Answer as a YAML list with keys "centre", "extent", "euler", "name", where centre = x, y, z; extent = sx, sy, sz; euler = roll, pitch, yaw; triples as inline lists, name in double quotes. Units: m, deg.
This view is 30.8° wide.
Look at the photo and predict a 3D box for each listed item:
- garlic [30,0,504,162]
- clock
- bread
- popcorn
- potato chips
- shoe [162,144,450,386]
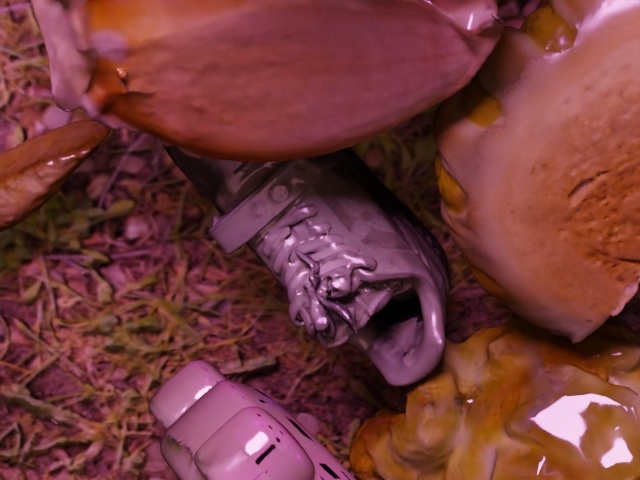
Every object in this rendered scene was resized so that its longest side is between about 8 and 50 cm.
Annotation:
- centre: [-0.026, -0.181, 0.703]
  extent: [0.313, 0.249, 0.286]
  euler: [-12, 103, 8]
  name: "garlic"
- centre: [-0.005, 0.241, 0.976]
  extent: [0.114, 0.284, 0.309]
  euler: [-42, 109, -9]
  name: "clock"
- centre: [0.242, -0.083, 0.826]
  extent: [0.333, 0.160, 0.333]
  euler: [-3, 125, -4]
  name: "bread"
- centre: [0.171, 0.167, 0.970]
  extent: [0.276, 0.276, 0.225]
  euler: [-17, 143, 8]
  name: "popcorn"
- centre: [-0.353, -0.020, 0.890]
  extent: [0.407, 0.057, 0.080]
  euler: [-10, 123, 3]
  name: "potato chips"
- centre: [-0.002, 0.002, 0.878]
  extent: [0.293, 0.149, 0.109]
  euler: [37, 117, -27]
  name: "shoe"
